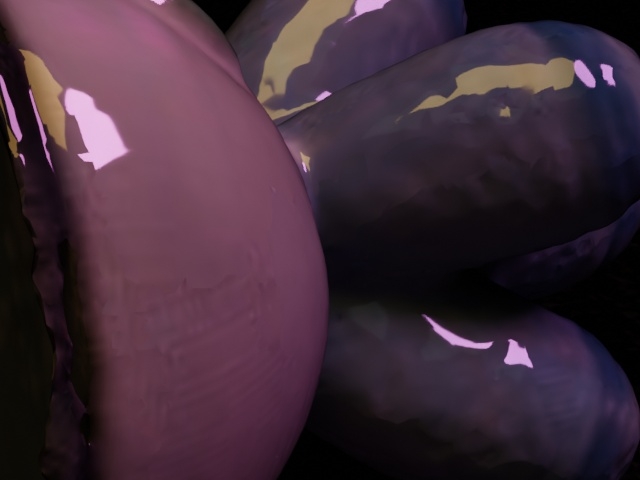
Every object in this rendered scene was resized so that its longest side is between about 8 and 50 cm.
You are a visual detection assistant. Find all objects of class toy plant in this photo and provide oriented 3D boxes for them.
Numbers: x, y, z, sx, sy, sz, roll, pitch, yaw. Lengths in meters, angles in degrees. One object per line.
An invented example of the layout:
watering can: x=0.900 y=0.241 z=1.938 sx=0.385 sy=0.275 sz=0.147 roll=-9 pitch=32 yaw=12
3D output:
toy plant: x=0.000 y=0.000 z=0.503 sx=0.332 sy=0.247 sz=0.247 roll=-10 pitch=27 yaw=-34
